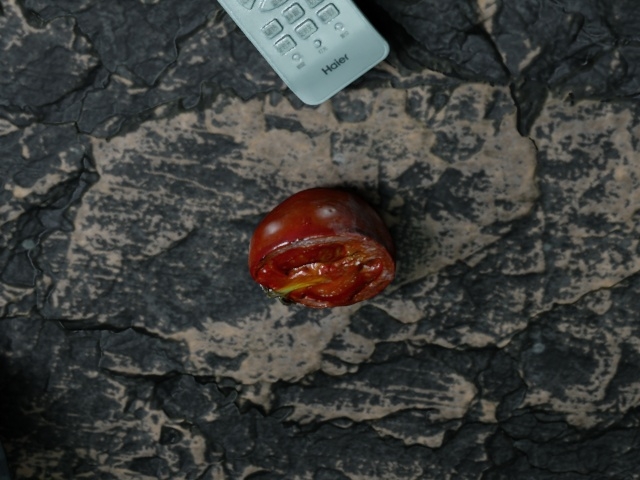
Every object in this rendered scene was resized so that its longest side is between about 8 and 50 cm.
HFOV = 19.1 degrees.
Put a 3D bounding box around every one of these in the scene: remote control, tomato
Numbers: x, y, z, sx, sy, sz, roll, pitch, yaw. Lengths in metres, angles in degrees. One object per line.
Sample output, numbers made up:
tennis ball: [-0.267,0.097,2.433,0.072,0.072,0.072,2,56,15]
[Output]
remote control: [-0.058,-0.262,1.785,0.103,0.051,0.293,-34,109,19]
tomato: [0.000,0.000,1.911,0.139,0.091,0.159,-25,143,26]

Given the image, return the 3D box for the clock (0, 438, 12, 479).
clock: [-0.489,0.260,1.987,0.386,0.076,0.386,6,103,26]
